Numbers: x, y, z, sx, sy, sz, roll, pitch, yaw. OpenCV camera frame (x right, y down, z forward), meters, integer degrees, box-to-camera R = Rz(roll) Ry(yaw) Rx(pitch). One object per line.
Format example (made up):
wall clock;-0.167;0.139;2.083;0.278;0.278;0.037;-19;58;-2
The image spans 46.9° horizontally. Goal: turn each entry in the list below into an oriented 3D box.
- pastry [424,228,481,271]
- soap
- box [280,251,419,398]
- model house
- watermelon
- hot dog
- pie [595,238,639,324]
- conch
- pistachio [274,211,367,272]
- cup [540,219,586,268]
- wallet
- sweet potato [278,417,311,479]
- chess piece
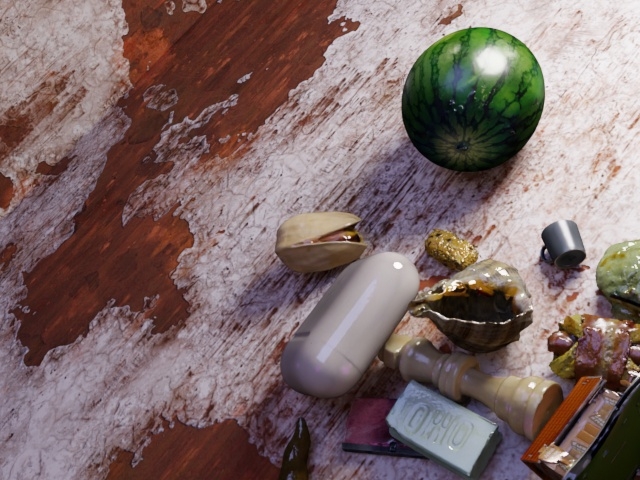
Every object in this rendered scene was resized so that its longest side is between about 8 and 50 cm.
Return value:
pastry;0.295;0.022;1.690;0.080;0.056;0.140;-43;40;-23
soap;0.232;0.362;1.407;0.198;0.063;0.114;22;67;35
box;0.060;0.180;1.581;0.349;0.141;0.288;-52;8;-16
model house;0.441;0.325;1.238;0.294;0.207;0.154;-49;42;-13
watermelon;0.361;-0.333;1.751;0.363;0.363;0.363;-17;47;20
hot dog;0.526;0.203;1.357;0.213;0.103;0.146;0;55;31
pie;0.644;0.077;1.397;0.248;0.090;0.201;12;65;43
conch;0.315;0.150;1.484;0.291;0.159;0.210;-15;40;-20
pistachio;0.000;0.000;1.826;0.229;0.157;0.157;-11;49;13
cup;0.507;0.016;1.556;0.100;0.078;0.077;-49;36;40
wallet;0.160;0.379;1.499;0.232;0.025;0.119;-4;52;29
sweet potato;-0.059;0.500;1.511;0.067;0.067;0.274;-6;57;29
chess piece;0.273;0.272;1.460;0.397;0.117;0.117;16;64;43
